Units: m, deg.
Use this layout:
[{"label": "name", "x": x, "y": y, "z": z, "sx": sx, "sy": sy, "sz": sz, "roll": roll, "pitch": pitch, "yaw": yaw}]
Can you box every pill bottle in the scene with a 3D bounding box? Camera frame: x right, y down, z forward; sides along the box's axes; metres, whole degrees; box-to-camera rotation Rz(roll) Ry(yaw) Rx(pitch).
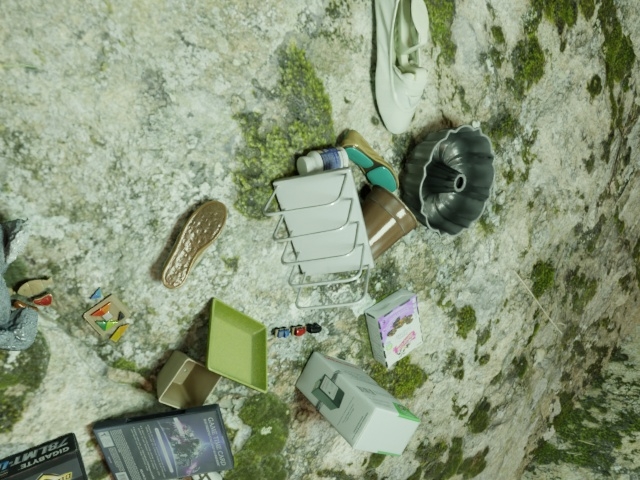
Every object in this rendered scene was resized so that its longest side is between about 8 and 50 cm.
[{"label": "pill bottle", "x": 0.004, "y": -0.192, "z": 1.170, "sx": 0.120, "sy": 0.067, "sz": 0.067, "roll": -17, "pitch": 115, "yaw": -31}]

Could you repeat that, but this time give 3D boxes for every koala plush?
[{"label": "koala plush", "x": -0.571, "y": 0.056, "z": 0.768, "sx": 0.196, "sy": 0.203, "sz": 0.222, "roll": 8, "pitch": 72, "yaw": -10}]

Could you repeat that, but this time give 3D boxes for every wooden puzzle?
[{"label": "wooden puzzle", "x": -0.447, "y": 0.159, "z": 0.995, "sx": 0.078, "sy": 0.014, "sz": 0.116, "roll": -45, "pitch": 126, "yaw": -15}]

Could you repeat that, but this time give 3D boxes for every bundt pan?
[{"label": "bundt pan", "x": 0.369, "y": -0.180, "z": 1.404, "sx": 0.330, "sy": 0.124, "sz": 0.331, "roll": -12, "pitch": 111, "yaw": -33}]

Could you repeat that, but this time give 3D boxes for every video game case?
[{"label": "video game case", "x": -0.350, "y": 0.471, "z": 1.079, "sx": 0.273, "sy": 0.026, "sz": 0.196, "roll": -9, "pitch": 116, "yaw": -4}]

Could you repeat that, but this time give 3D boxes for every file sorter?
[{"label": "file sorter", "x": 0.000, "y": 0.000, "z": 1.112, "sx": 0.173, "sy": 0.192, "sz": 0.278, "roll": -72, "pitch": 150, "yaw": -57}]

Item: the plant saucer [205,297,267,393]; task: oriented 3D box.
[{"label": "plant saucer", "x": -0.206, "y": 0.258, "z": 1.129, "sx": 0.045, "sy": 0.189, "sz": 0.188, "roll": -31, "pitch": 133, "yaw": 24}]

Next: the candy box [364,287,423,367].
[{"label": "candy box", "x": 0.236, "y": 0.276, "z": 1.496, "sx": 0.164, "sy": 0.070, "sz": 0.197, "roll": -28, "pitch": 120, "yaw": -26}]

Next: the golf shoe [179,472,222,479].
[{"label": "golf shoe", "x": -0.303, "y": 0.569, "z": 1.201, "sx": 0.094, "sy": 0.077, "sz": 0.198, "roll": -49, "pitch": 128, "yaw": -12}]

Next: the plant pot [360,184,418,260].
[{"label": "plant pot", "x": 0.146, "y": -0.035, "z": 1.279, "sx": 0.165, "sy": 0.167, "sz": 0.167, "roll": -45, "pitch": 127, "yaw": -5}]

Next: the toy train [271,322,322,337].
[{"label": "toy train", "x": -0.062, "y": 0.248, "z": 1.291, "sx": 0.158, "sy": 0.036, "sz": 0.027, "roll": 0, "pitch": 105, "yaw": -36}]

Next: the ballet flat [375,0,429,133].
[{"label": "ballet flat", "x": 0.211, "y": -0.463, "z": 1.188, "sx": 0.139, "sy": 0.139, "sz": 0.401, "roll": -21, "pitch": 117, "yaw": -29}]

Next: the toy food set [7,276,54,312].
[{"label": "toy food set", "x": -0.565, "y": 0.115, "z": 0.889, "sx": 0.122, "sy": 0.019, "sz": 0.078, "roll": -14, "pitch": 113, "yaw": -32}]

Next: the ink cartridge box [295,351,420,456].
[{"label": "ink cartridge box", "x": 0.098, "y": 0.450, "z": 1.318, "sx": 0.211, "sy": 0.289, "sz": 0.122, "roll": 29, "pitch": 90, "yaw": -39}]

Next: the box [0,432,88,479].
[{"label": "box", "x": -0.629, "y": 0.588, "z": 0.975, "sx": 0.295, "sy": 0.073, "sz": 0.294, "roll": -15, "pitch": 113, "yaw": -31}]

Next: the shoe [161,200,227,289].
[{"label": "shoe", "x": -0.283, "y": 0.005, "z": 1.041, "sx": 0.076, "sy": 0.058, "sz": 0.219, "roll": 36, "pitch": 79, "yaw": -18}]

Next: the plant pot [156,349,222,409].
[{"label": "plant pot", "x": -0.315, "y": 0.316, "z": 1.092, "sx": 0.109, "sy": 0.096, "sz": 0.109, "roll": 40, "pitch": 81, "yaw": -39}]

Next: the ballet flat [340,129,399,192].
[{"label": "ballet flat", "x": 0.141, "y": -0.214, "z": 1.262, "sx": 0.232, "sy": 0.080, "sz": 0.073, "roll": 36, "pitch": 53, "yaw": -41}]
